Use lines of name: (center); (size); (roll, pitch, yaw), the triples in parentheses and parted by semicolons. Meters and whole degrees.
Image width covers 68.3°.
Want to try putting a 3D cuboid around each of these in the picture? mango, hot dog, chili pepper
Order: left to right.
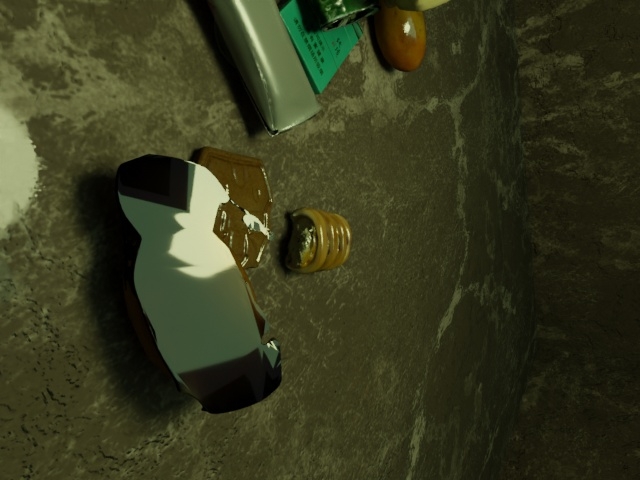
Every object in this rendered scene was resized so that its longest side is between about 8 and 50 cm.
hot dog: (-0.163, 0.057, 0.620); (0.194, 0.107, 0.325); (-10, 95, -38)
chili pepper: (-0.003, -0.509, 0.815); (0.136, 0.099, 0.270); (-29, 104, -16)
mango: (0.181, -0.522, 1.105); (0.138, 0.113, 0.253); (-44, 124, -46)

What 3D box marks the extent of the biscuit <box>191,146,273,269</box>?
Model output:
biscuit: (-0.136, -0.028, 0.727); (0.182, 0.034, 0.215); (2, 90, -55)

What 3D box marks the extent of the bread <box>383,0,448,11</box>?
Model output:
bread: (0.166, -0.620, 0.785); (0.390, 0.280, 0.371); (65, 3, -48)

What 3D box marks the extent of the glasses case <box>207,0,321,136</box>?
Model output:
glasses case: (-0.104, -0.310, 0.726); (0.128, 0.083, 0.308); (-50, 130, -35)

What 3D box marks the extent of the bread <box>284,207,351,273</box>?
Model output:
bread: (0.000, 0.000, 0.886); (0.177, 0.084, 0.119); (-1, 92, -59)

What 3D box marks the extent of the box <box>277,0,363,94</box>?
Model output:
box: (-0.002, -0.409, 0.903); (0.160, 0.042, 0.226); (58, 47, -37)
